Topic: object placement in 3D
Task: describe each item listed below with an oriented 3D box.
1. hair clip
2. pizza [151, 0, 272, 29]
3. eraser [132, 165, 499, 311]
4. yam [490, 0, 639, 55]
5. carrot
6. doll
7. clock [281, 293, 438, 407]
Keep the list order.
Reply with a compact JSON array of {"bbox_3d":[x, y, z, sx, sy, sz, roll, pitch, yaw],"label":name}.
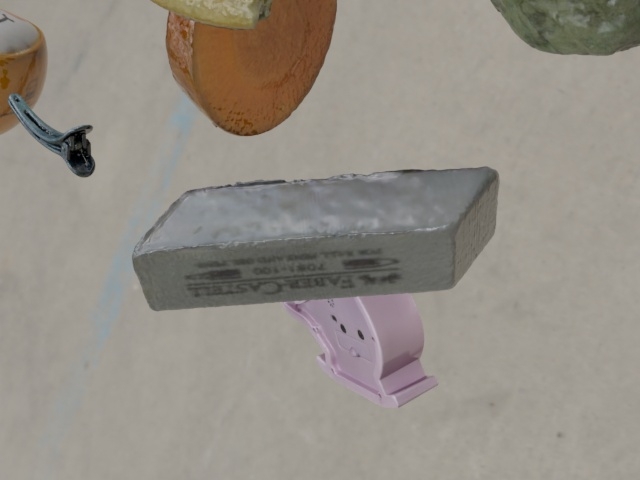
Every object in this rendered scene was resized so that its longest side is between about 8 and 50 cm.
[{"bbox_3d":[-0.367,-0.148,1.680,0.229,0.039,0.070,27,125,47],"label":"hair clip"},{"bbox_3d":[-0.158,-0.337,1.324,0.257,0.087,0.268,-1,71,24],"label":"pizza"},{"bbox_3d":[0.000,0.001,1.216,0.111,0.352,0.077,82,-176,-53],"label":"eraser"},{"bbox_3d":[0.204,-0.308,1.055,0.195,0.300,0.195,-21,30,13],"label":"yam"},{"bbox_3d":[-0.089,-0.278,1.562,0.100,0.307,0.258,30,63,29],"label":"carrot"},{"bbox_3d":[-0.530,-0.263,1.868,0.236,0.213,0.213,30,103,16],"label":"doll"},{"bbox_3d":[0.033,0.080,1.800,0.290,0.080,0.275,14,124,60],"label":"clock"}]
